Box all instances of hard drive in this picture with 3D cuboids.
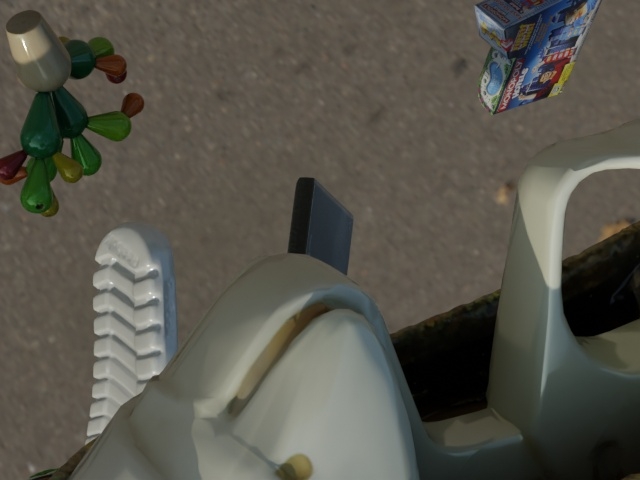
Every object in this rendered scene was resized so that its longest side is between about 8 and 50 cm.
[{"bbox_3d":[0.000,0.000,1.577,0.135,0.022,0.094,40,55,-66],"label":"hard drive"}]

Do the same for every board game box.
[{"bbox_3d":[0.267,-0.265,2.023,0.194,0.060,0.194,-18,140,-39],"label":"board game box"}]

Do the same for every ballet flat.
[{"bbox_3d":[0.040,0.041,0.366,0.348,0.123,0.123,-20,132,-13],"label":"ballet flat"}]

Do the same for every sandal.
[{"bbox_3d":[-0.190,0.186,1.805,0.102,0.169,0.416,-3,100,-41],"label":"sandal"}]

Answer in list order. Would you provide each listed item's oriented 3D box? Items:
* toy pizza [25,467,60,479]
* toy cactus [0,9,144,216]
[{"bbox_3d":[-0.144,0.182,1.078,0.201,0.032,0.201,-11,158,-4],"label":"toy pizza"},{"bbox_3d":[-0.245,-0.133,1.412,0.219,0.112,0.180,-62,150,-35],"label":"toy cactus"}]
